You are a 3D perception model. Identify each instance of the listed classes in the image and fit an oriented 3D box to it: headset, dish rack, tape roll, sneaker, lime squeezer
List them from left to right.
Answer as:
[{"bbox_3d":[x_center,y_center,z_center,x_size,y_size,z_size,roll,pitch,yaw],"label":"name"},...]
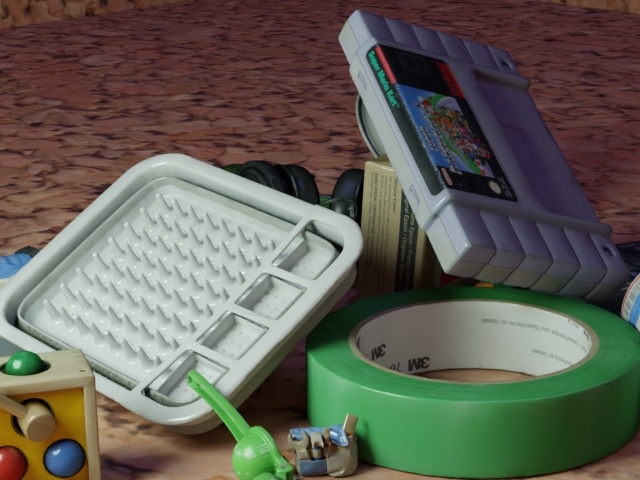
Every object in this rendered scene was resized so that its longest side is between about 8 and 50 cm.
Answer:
[{"bbox_3d":[-0.371,0.038,1.990,0.152,0.058,0.084,12,26,24],"label":"sneaker"},{"bbox_3d":[-0.138,0.056,1.706,0.333,0.072,0.285,23,59,39],"label":"dish rack"},{"bbox_3d":[-0.074,0.202,1.424,0.110,0.058,0.310,-13,27,10],"label":"lime squeezer"},{"bbox_3d":[0.000,0.000,2.048,0.243,0.185,0.394,2,2,0],"label":"headset"},{"bbox_3d":[0.146,0.128,1.639,0.321,0.077,0.321,0,16,0],"label":"tape roll"}]

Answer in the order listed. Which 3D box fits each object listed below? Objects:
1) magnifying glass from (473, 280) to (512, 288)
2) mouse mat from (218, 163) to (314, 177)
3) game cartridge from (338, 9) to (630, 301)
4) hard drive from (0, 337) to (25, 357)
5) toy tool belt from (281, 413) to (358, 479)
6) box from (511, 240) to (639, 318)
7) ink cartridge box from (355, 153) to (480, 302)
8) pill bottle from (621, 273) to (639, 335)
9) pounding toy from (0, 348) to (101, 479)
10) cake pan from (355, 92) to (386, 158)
[{"bbox_3d":[0.199,0.038,1.874,0.231,0.026,0.092,-41,26,-27],"label":"magnifying glass"},{"bbox_3d":[-0.117,-0.083,2.482,0.153,0.007,0.190,10,20,31],"label":"mouse mat"},{"bbox_3d":[0.165,-0.095,1.800,0.230,0.068,0.355,14,39,-37],"label":"game cartridge"},{"bbox_3d":[-0.304,0.118,1.787,0.135,0.022,0.094,9,19,30],"label":"hard drive"},{"bbox_3d":[-0.007,0.179,1.515,0.083,0.051,0.052,-5,17,-11],"label":"toy tool belt"},{"bbox_3d":[0.344,0.054,1.901,0.233,0.059,0.183,-8,15,-21],"label":"box"},{"bbox_3d":[0.138,-0.014,1.909,0.088,0.193,0.235,14,23,31],"label":"ink cartridge box"},{"bbox_3d":[0.369,0.102,1.632,0.124,0.124,0.221,-2,18,-3],"label":"pill bottle"},{"bbox_3d":[-0.257,0.152,1.464,0.130,0.141,0.100,-6,18,-16],"label":"pounding toy"},{"bbox_3d":[0.184,-0.130,2.254,0.293,0.054,0.293,23,37,-19],"label":"cake pan"}]
